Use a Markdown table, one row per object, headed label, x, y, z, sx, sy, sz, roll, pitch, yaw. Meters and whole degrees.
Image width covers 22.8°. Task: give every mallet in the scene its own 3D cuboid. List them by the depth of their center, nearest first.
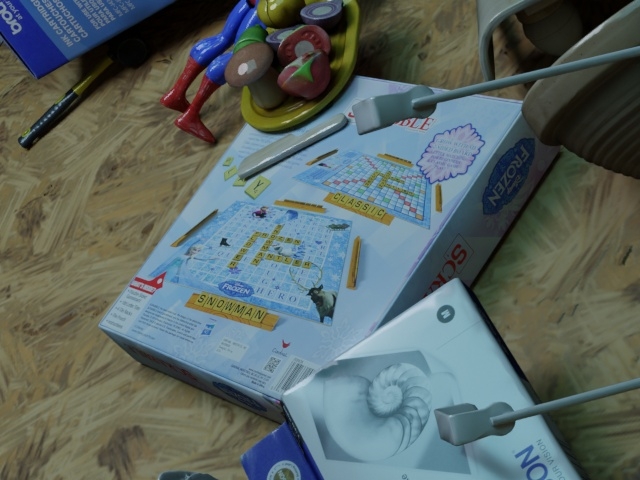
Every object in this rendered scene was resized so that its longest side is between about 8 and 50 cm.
| label | x | y | z | sx | sy | sz | roll | pitch | yaw |
| --- | --- | --- | --- | --- | --- | --- | --- | --- | --- |
| mallet | -0.278 | -0.181 | 1.827 | 0.189 | 0.039 | 0.062 | -39 | 36 | 12 |

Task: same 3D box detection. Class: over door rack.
| label | x | y | z | sx | sy | sz | roll | pitch | yaw |
| --- | --- | --- | --- | --- | --- | --- | --- | --- | --- |
| over door rack | 0.202 | -0.013 | 1.014 | 0.324 | 0.239 | 0.108 | -14 | -1 | 6 |

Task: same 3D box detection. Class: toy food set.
| label | x | y | z | sx | sy | sz | roll | pitch | yaw |
| --- | --- | --- | --- | --- | --- | --- | --- | --- | --- |
| toy food set | 0.270 | -0.262 | 1.389 | 0.306 | 0.092 | 0.220 | -25 | 29 | 20 |
| toy food set | -0.035 | -0.173 | 1.463 | 0.128 | 0.071 | 0.218 | -21 | 41 | 25 |

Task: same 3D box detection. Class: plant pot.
| label | x | y | z | sx | sy | sz | roll | pitch | yaw |
| --- | --- | --- | --- | --- | --- | --- | --- | --- | --- |
| plant pot | 0.275 | -0.115 | 1.165 | 0.237 | 0.237 | 0.110 | -33 | 78 | 12 |

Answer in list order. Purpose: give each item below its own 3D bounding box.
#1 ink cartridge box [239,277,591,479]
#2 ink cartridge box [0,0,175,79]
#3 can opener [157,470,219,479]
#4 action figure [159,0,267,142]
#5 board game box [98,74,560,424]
| label | x | y | z | sx | sy | sz | roll | pitch | yaw |
| --- | --- | --- | --- | --- | --- | --- | --- | --- | --- |
| ink cartridge box | 0.062 | 0.173 | 1.118 | 0.224 | 0.045 | 0.223 | -37 | 57 | 9 |
| ink cartridge box | -0.235 | -0.352 | 1.817 | 0.395 | 0.151 | 0.270 | -24 | 27 | 20 |
| can opener | -0.125 | 0.306 | 1.207 | 0.095 | 0.076 | 0.283 | -50 | 22 | 51 |
| action figure | -0.034 | -0.224 | 1.619 | 0.280 | 0.139 | 0.091 | -58 | 37 | 17 |
| board game box | 0.000 | 0.000 | 1.375 | 0.318 | 0.066 | 0.318 | 17 | 67 | 49 |
